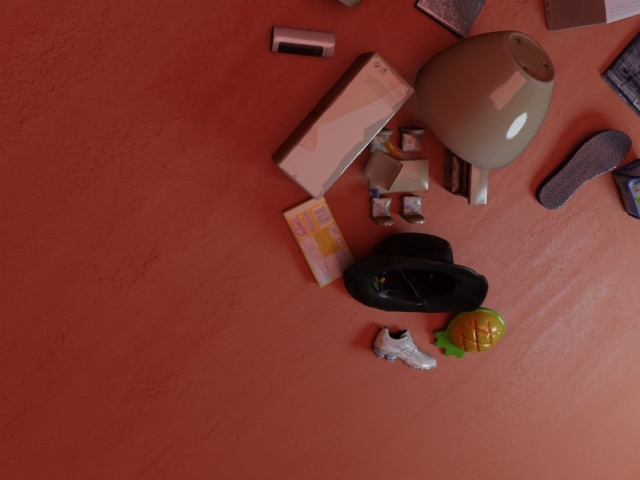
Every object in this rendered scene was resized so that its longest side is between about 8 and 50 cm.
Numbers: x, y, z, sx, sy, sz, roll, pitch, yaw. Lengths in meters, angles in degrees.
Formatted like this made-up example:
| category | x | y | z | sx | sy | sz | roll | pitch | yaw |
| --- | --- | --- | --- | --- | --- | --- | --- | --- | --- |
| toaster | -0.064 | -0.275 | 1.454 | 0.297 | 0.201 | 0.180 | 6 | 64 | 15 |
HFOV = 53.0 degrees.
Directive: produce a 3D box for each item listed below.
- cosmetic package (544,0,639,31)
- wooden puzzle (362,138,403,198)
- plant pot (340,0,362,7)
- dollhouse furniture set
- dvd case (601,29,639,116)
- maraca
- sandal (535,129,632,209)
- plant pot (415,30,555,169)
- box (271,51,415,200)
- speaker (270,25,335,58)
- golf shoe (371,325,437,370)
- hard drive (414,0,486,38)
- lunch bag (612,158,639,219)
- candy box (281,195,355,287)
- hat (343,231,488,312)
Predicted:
| category | x | y | z | sx | sy | sz | roll | pitch | yaw |
| --- | --- | --- | --- | --- | --- | --- | --- | --- | --- |
| cosmetic package | 0.587 | -0.505 | 1.367 | 0.117 | 0.231 | 0.086 | -17 | 107 | -4 |
| wooden puzzle | 0.137 | -0.155 | 1.403 | 0.078 | 0.014 | 0.116 | 39 | 110 | 5 |
| plant pot | 0.095 | -0.615 | 1.268 | 0.256 | 0.256 | 0.274 | 31 | 114 | -16 |
| dollhouse furniture set | 0.231 | -0.143 | 1.439 | 0.241 | 0.161 | 0.212 | -4 | 106 | -8 |
| dvd case | 0.799 | -0.426 | 1.536 | 0.164 | 0.018 | 0.221 | 38 | 96 | -16 |
| maraca | 0.370 | 0.232 | 1.601 | 0.185 | 0.099 | 0.127 | -36 | 107 | 29 |
| sandal | 0.630 | -0.181 | 1.562 | 0.254 | 0.054 | 0.097 | -38 | 101 | 12 |
| plant pot | 0.366 | -0.316 | 1.325 | 0.284 | 0.284 | 0.191 | 30 | 141 | -16 |
| box | 0.043 | -0.248 | 1.389 | 0.121 | 0.148 | 0.311 | 41 | 94 | -16 |
| speaker | -0.037 | -0.424 | 1.374 | 0.136 | 0.055 | 0.055 | 4 | 104 | -11 |
| golf shoe | 0.219 | 0.268 | 1.599 | 0.176 | 0.069 | 0.086 | 18 | 95 | -15 |
| hard drive | 0.287 | -0.523 | 1.420 | 0.135 | 0.022 | 0.094 | 28 | 98 | -16 |
| lunch bag | 0.793 | -0.115 | 1.549 | 0.096 | 0.151 | 0.129 | -28 | 108 | -2 |
| candy box | 0.000 | 0.000 | 1.508 | 0.105 | 0.027 | 0.206 | -26 | 107 | 0 |
| hat | 0.220 | 0.061 | 1.482 | 0.331 | 0.331 | 0.134 | 19 | 60 | -14 |
